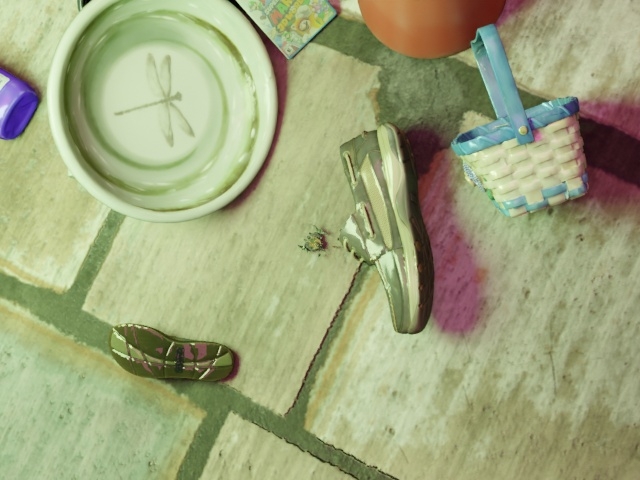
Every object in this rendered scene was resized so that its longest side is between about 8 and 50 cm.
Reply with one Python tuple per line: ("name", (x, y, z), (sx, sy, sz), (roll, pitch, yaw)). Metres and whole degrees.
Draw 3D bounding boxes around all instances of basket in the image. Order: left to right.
("basket", (0.298, -0.188, 1.413), (0.201, 0.255, 0.289), (-16, 94, 10))

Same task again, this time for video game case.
("video game case", (-0.061, -0.406, 1.552), (0.119, 0.166, 0.015), (-43, 39, 4))

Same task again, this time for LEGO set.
("LEGO set", (0.001, 0.002, 1.567), (0.083, 0.023, 0.054), (8, 89, -3))

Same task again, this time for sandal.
("sandal", (-0.258, 0.194, 1.578), (0.219, 0.060, 0.090), (7, 92, -4))

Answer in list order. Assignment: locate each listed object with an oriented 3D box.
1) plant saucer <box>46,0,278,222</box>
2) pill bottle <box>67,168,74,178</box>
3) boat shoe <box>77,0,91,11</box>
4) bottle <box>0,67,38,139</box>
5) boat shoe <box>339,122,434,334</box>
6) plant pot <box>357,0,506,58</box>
("plant saucer", (-0.267, -0.231, 1.521), (0.400, 0.100, 0.400), (-5, 99, -32))
("pill bottle", (-0.382, -0.220, 1.593), (0.131, 0.131, 0.229), (3, 86, 10))
("boat shoe", (-0.202, -0.489, 1.550), (0.500, 0.156, 0.186), (-25, 105, 9))
("bottle", (-0.660, -0.294, 1.667), (0.283, 0.092, 0.118), (30, 90, 11))
("boat shoe", (0.105, -0.014, 1.507), (0.130, 0.132, 0.355), (-12, 74, 18))
("plant pot", (0.172, -0.459, 1.463), (0.275, 0.243, 0.274), (-1, 85, 10))
